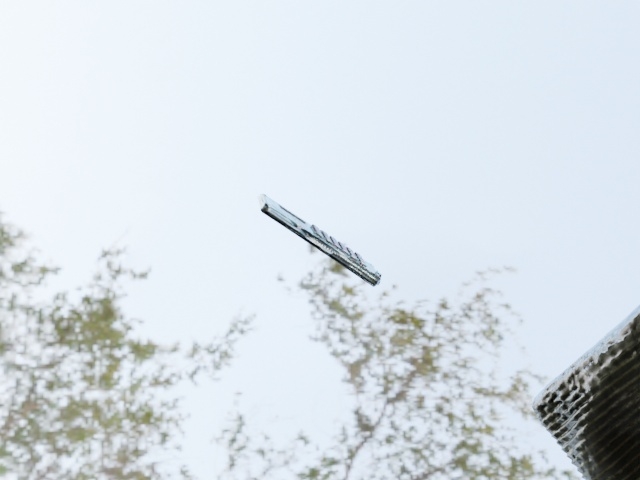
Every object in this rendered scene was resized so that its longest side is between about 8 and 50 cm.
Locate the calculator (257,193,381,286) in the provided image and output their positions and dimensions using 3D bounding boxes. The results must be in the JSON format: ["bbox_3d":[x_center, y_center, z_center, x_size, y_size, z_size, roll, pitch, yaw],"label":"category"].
[{"bbox_3d":[0.000,0.000,1.124,0.018,0.172,0.057,-54,-162,9],"label":"calculator"}]

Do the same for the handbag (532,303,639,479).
[{"bbox_3d":[0.362,0.135,0.762,0.240,0.247,0.340,58,-32,22],"label":"handbag"}]
